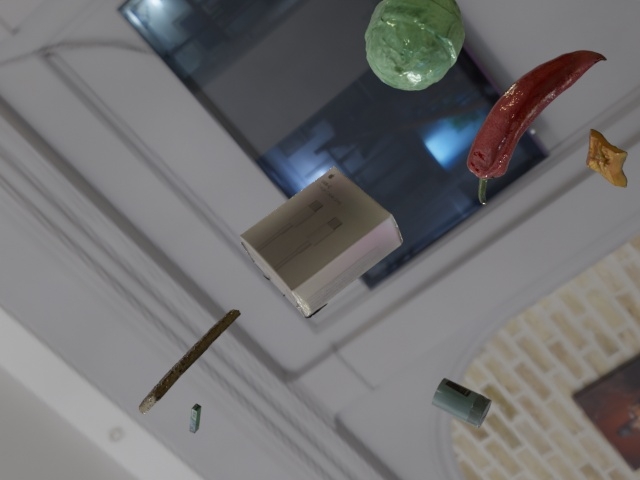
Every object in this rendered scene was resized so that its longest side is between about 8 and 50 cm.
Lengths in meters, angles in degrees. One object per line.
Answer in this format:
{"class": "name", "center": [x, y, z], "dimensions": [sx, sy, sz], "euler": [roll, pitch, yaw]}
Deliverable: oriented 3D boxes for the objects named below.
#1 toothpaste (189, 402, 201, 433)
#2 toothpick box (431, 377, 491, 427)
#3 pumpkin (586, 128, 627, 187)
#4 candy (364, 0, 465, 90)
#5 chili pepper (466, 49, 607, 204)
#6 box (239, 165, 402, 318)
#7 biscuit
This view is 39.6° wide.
{"class": "toothpaste", "center": [-0.287, 0.408, 2.036], "dimensions": [0.017, 0.083, 0.020], "euler": [25, -138, 16]}
{"class": "toothpick box", "center": [0.228, 0.262, 1.435], "dimensions": [0.083, 0.052, 0.052], "euler": [24, -174, 20]}
{"class": "pumpkin", "center": [0.488, -0.139, 1.536], "dimensions": [0.101, 0.035, 0.073], "euler": [49, 158, 48]}
{"class": "candy", "center": [0.161, -0.381, 1.116], "dimensions": [0.119, 0.119, 0.440], "euler": [38, -117, -42]}
{"class": "chili pepper", "center": [0.392, -0.231, 1.720], "dimensions": [0.137, 0.368, 0.092], "euler": [27, -158, -28]}
{"class": "box", "center": [0.000, 0.000, 1.754], "dimensions": [0.203, 0.252, 0.106], "euler": [44, 166, 42]}
{"class": "biscuit", "center": [-0.235, 0.213, 1.590], "dimensions": [0.025, 0.131, 0.231], "euler": [44, -121, -2]}
